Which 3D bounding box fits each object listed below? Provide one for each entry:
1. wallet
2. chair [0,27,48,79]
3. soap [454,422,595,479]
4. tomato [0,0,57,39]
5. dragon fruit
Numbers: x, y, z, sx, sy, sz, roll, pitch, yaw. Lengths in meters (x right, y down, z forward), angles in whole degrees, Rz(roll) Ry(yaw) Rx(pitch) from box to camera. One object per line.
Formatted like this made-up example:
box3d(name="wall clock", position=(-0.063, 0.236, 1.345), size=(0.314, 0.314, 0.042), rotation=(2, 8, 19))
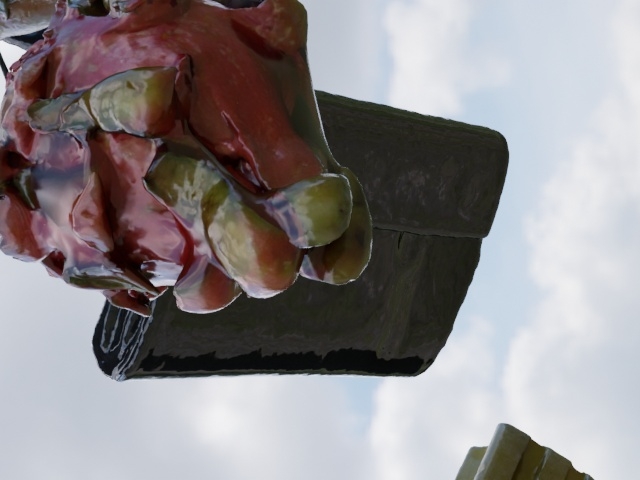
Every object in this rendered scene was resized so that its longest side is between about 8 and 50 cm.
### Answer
box3d(name="wallet", position=(0.001, 0.001, 1.393), size=(0.406, 0.062, 0.228), rotation=(5, -71, -56))
box3d(name="chair", position=(-0.284, -0.242, 1.970), size=(0.140, 0.145, 0.221), rotation=(-40, -52, -22))
box3d(name="soap", position=(0.163, 0.309, 1.569), size=(0.089, 0.173, 0.274), rotation=(-51, 8, 51))
box3d(name="tomato", position=(-0.329, -0.247, 1.668), size=(0.214, 0.155, 0.181), rotation=(3, -131, -35))
box3d(name="dragon fruit", position=(-0.052, -0.030, 0.699), size=(0.150, 0.207, 0.133), rotation=(-38, -57, -17))
